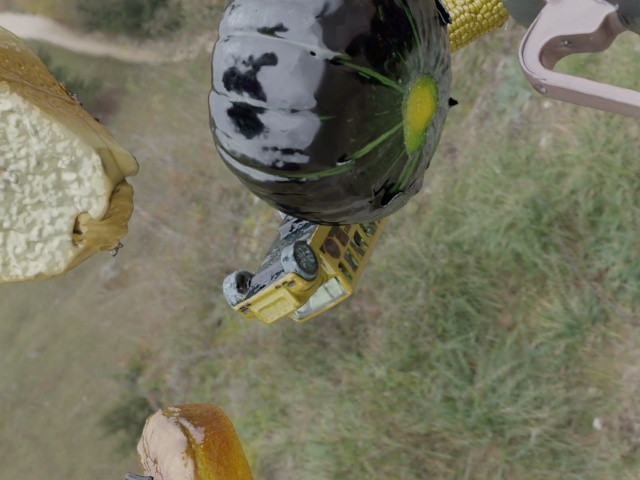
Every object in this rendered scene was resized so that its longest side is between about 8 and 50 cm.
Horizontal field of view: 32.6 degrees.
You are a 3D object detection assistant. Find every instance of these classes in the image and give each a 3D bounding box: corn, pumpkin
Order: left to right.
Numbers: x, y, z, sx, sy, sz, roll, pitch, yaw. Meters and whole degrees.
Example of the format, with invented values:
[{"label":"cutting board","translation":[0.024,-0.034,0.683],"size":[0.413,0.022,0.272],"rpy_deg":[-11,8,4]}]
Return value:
[{"label":"pumpkin","translation":[-0.009,-0.171,1.145],"size":[0.296,0.295,0.296],"rpy_deg":[-32,48,45]},{"label":"corn","translation":[0.167,-0.306,1.588],"size":[0.260,0.091,0.091],"rpy_deg":[-33,47,-17]}]

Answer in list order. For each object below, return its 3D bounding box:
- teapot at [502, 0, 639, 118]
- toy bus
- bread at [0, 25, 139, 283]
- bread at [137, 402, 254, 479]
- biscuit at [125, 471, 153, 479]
[{"label":"teapot","translation":[0.336,-0.237,0.963],"size":[0.344,0.253,0.300],"rpy_deg":[21,74,44]},{"label":"toy bus","translation":[0.000,0.000,1.417],"size":[0.121,0.123,0.335],"rpy_deg":[-30,18,32]},{"label":"bread","translation":[-0.272,-0.061,1.004],"size":[0.184,0.211,0.224],"rpy_deg":[-54,18,15]},{"label":"bread","translation":[-0.189,0.315,1.620],"size":[0.260,0.129,0.134],"rpy_deg":[39,140,50]},{"label":"biscuit","translation":[-0.241,0.295,1.065],"size":[0.260,0.203,0.041],"rpy_deg":[9,122,49]}]
